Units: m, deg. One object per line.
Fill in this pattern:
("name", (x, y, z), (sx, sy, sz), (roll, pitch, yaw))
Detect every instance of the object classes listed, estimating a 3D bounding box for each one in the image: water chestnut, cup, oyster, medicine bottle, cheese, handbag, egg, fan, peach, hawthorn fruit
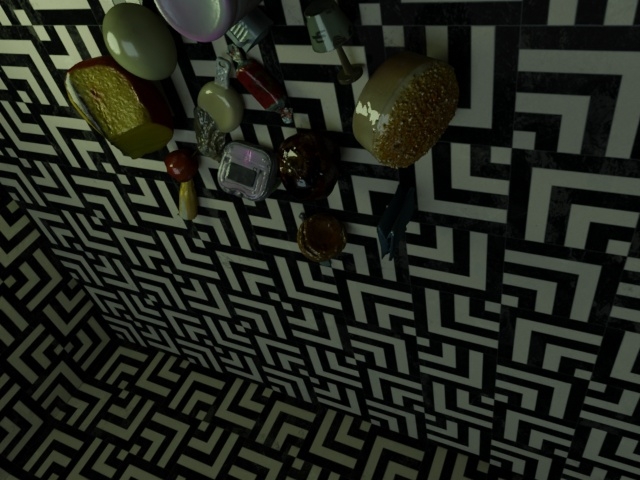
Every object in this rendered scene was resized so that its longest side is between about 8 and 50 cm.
("water chestnut", (-0.024, -0.237, 1.668), (0.223, 0.238, 0.224), (17, 111, 53))
("cup", (-0.212, -0.584, 1.441), (0.129, 0.128, 0.095), (43, 144, -12))
("oyster", (-0.398, -0.374, 1.857), (0.132, 0.072, 0.209), (24, 141, 5))
("medicine bottle", (-0.219, -0.627, 1.230), (0.211, 0.326, 0.212), (18, 141, 15))
("cheese", (-0.299, -0.456, 1.694), (0.163, 0.071, 0.249), (39, 142, -10))
("handbag", (0.239, -0.055, 1.653), (0.057, 0.221, 0.144), (11, 137, 22))
("egg", (-0.540, -0.595, 1.604), (0.185, 0.186, 0.242), (-10, 130, 41))
("fan", (-0.028, 0.000, 2.069), (0.057, 0.023, 0.282), (9, 139, 40))
("peach", (-0.655, -0.459, 1.768), (0.306, 0.242, 0.380), (59, -179, 8))
("hawthorn fruit", (-0.519, -0.284, 2.001), (0.140, 0.125, 0.125), (-13, 125, 45))

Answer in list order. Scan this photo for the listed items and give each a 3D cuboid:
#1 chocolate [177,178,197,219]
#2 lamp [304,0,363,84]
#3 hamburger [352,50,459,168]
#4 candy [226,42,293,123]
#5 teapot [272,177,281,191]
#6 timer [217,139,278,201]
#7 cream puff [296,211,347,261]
("chocolate", (-0.540, -0.181, 2.178), (0.085, 0.086, 0.219), (26, 139, 7))
("lamp", (0.040, -0.505, 1.365), (0.121, 0.121, 0.215), (4, 144, 32))
("hamburger", (0.216, -0.320, 1.318), (0.170, 0.302, 0.302), (38, 147, 21))
("candy", (-0.179, -0.468, 1.606), (0.292, 0.059, 0.086), (46, 142, -18))
("teapot", (-0.213, -0.205, 1.903), (0.092, 0.091, 0.124), (46, 142, -21))
("timer", (-0.254, -0.241, 1.838), (0.208, 0.069, 0.191), (18, 102, 14))
("cream puff", (0.000, 0.000, 1.953), (0.183, 0.183, 0.169), (31, 164, 0))
